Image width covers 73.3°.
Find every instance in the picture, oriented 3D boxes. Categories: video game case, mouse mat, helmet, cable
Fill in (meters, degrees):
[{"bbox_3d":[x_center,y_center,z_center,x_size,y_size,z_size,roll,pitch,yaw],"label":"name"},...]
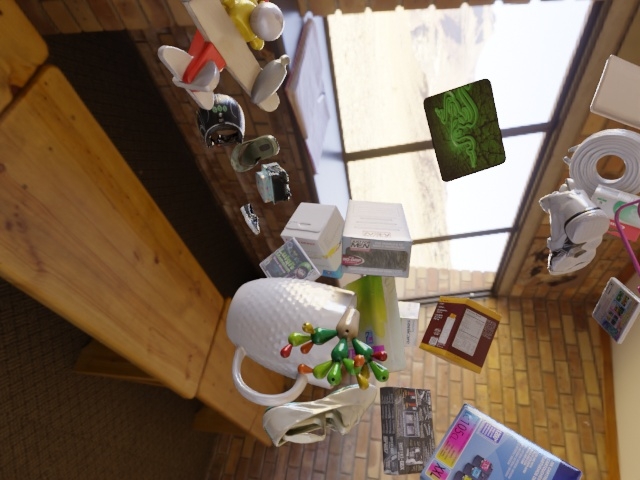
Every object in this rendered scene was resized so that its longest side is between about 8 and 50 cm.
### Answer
[{"bbox_3d":[0.942,0.221,1.370,0.143,0.019,0.157,-92,-171,-63],"label":"video game case"},{"bbox_3d":[-0.118,0.111,1.628,0.190,0.173,0.022,53,4,24],"label":"video game case"},{"bbox_3d":[0.312,-0.234,0.924,0.007,0.153,0.189,-108,180,-77],"label":"mouse mat"},{"bbox_3d":[-0.325,-0.391,1.397,0.169,0.169,0.161,67,6,-63],"label":"helmet"},{"bbox_3d":[1.029,-0.263,1.524,0.089,0.257,0.257,-24,81,-42],"label":"cable"}]

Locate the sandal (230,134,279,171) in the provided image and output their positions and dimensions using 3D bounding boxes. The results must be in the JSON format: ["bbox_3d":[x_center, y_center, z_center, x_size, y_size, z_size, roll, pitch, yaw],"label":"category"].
[{"bbox_3d":[-0.305,-0.375,1.873,0.120,0.303,0.086,54,48,-19],"label":"sandal"}]

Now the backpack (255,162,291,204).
[{"bbox_3d":[-0.224,-0.269,1.989,0.188,0.144,0.166,-114,-166,-54],"label":"backpack"}]

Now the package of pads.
[{"bbox_3d":[0.160,0.263,1.358,0.229,0.101,0.296,142,-53,-64],"label":"package of pads"}]

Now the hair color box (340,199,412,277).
[{"bbox_3d":[0.165,-0.019,1.305,0.374,0.185,0.113,-72,166,-69],"label":"hair color box"}]

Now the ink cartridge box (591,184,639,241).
[{"bbox_3d":[1.048,-0.080,1.529,0.056,0.181,0.224,-47,145,-23],"label":"ink cartridge box"}]

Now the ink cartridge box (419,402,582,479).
[{"bbox_3d":[0.517,0.684,1.183,0.270,0.395,0.151,-46,139,-25],"label":"ink cartridge box"}]

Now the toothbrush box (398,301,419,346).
[{"bbox_3d":[0.251,0.325,1.734,0.206,0.283,0.122,-27,120,-72],"label":"toothbrush box"}]

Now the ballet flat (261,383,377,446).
[{"bbox_3d":[0.018,0.565,1.366,0.139,0.400,0.139,175,-90,-69],"label":"ballet flat"}]

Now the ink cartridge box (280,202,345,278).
[{"bbox_3d":[0.000,0.000,1.871,0.197,0.198,0.270,-60,140,-28],"label":"ink cartridge box"}]

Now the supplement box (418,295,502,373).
[{"bbox_3d":[0.445,0.296,1.386,0.194,0.129,0.191,-64,-173,-10],"label":"supplement box"}]

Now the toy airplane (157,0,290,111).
[{"bbox_3d":[-0.224,-0.523,1.091,0.386,0.272,0.384,-35,123,-61],"label":"toy airplane"}]

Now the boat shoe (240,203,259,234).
[{"bbox_3d":[-0.256,-0.083,1.604,0.142,0.040,0.049,58,7,32],"label":"boat shoe"}]

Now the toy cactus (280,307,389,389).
[{"bbox_3d":[0.042,0.210,0.890,0.180,0.219,0.112,-65,162,-47],"label":"toy cactus"}]

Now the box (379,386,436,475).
[{"bbox_3d":[0.343,0.735,1.674,0.242,0.076,0.307,18,61,-37],"label":"box"}]

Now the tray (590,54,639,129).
[{"bbox_3d":[0.841,-0.390,1.170,0.030,0.270,0.145,-140,-119,-65],"label":"tray"}]

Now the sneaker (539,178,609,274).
[{"bbox_3d":[0.858,-0.041,1.498,0.366,0.137,0.210,75,6,-54],"label":"sneaker"}]

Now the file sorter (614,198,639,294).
[{"bbox_3d":[0.729,-0.037,0.772,0.182,0.291,0.202,71,-21,6],"label":"file sorter"}]

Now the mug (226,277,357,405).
[{"bbox_3d":[-0.102,0.278,1.211,0.276,0.328,0.374,88,19,-50],"label":"mug"}]
